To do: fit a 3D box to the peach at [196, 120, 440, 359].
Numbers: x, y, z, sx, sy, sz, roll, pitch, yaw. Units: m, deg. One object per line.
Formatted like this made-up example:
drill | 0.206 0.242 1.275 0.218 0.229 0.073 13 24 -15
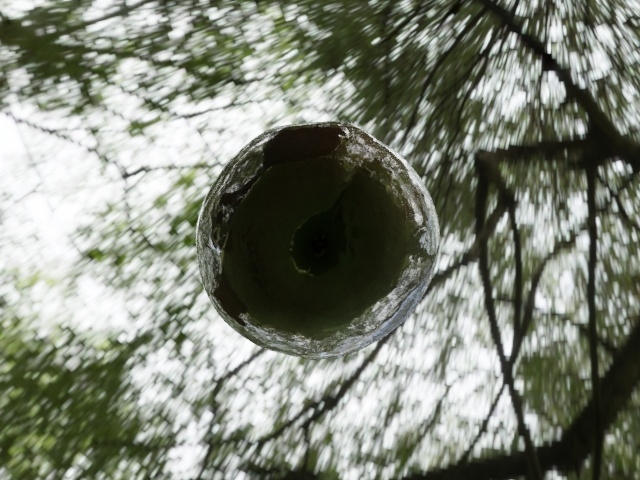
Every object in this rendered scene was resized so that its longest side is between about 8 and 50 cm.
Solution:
peach | -0.002 0.000 0.593 0.083 0.083 0.083 1 -80 7
